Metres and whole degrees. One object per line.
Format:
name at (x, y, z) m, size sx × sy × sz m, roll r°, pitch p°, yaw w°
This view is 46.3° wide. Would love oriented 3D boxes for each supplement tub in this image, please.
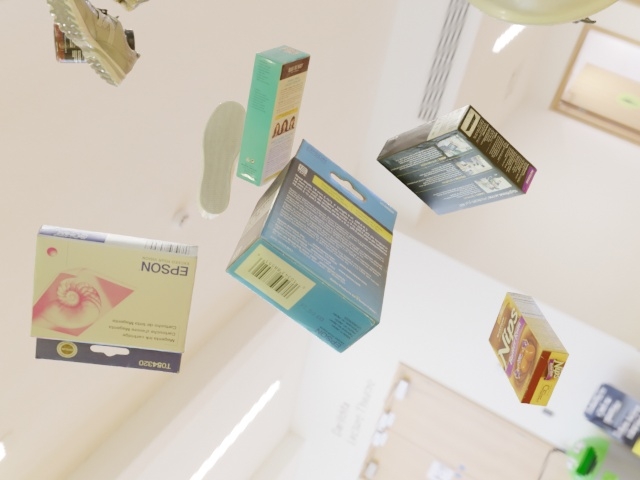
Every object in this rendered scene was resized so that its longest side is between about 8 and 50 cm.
supplement tub at (-0.581, -0.509, 1.926) m, size 0.198 × 0.106 × 0.106 m, roll -5°, pitch -49°, yaw -21°

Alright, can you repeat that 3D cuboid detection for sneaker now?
sneaker at (-0.262, -0.198, 1.899) m, size 0.169 × 0.108 × 0.292 m, roll 154°, pitch 129°, yaw -75°
sneaker at (-0.509, -0.485, 1.683) m, size 0.115 × 0.105 × 0.281 m, roll -52°, pitch -35°, yaw -20°

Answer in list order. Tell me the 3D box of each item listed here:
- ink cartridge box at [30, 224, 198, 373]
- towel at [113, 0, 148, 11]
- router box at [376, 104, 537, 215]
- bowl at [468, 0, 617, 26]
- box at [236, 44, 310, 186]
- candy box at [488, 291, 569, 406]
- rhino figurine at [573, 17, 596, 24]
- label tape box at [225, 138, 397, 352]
ink cartridge box at (-0.441, 0.146, 1.590) m, size 0.071 × 0.324 × 0.330 m, roll -106°, pitch 25°, yaw -66°
towel at (-0.178, -0.414, 0.966) m, size 0.332 × 0.317 × 0.053 m, roll -33°, pitch -46°, yaw -18°
router box at (0.178, -0.102, 1.005) m, size 0.179 × 0.133 × 0.046 m, roll -13°, pitch 42°, yaw 59°
bowl at (0.305, -0.450, 0.999) m, size 0.298 × 0.298 × 0.134 m, roll -61°, pitch -27°, yaw -6°
box at (-0.089, -0.229, 1.384) m, size 0.100 × 0.060 × 0.244 m, roll -36°, pitch -34°, yaw -53°
candy box at (0.351, 0.182, 1.280) m, size 0.187 × 0.053 × 0.109 m, roll -98°, pitch 21°, yaw -65°
rhino figurine at (0.463, -0.510, 1.427) m, size 0.073 × 0.243 × 0.106 m, roll -12°, pitch -21°, yaw -28°
label tape box at (0.000, 0.000, 1.301) m, size 0.106 × 0.240 × 0.334 m, roll -44°, pitch 16°, yaw 32°
